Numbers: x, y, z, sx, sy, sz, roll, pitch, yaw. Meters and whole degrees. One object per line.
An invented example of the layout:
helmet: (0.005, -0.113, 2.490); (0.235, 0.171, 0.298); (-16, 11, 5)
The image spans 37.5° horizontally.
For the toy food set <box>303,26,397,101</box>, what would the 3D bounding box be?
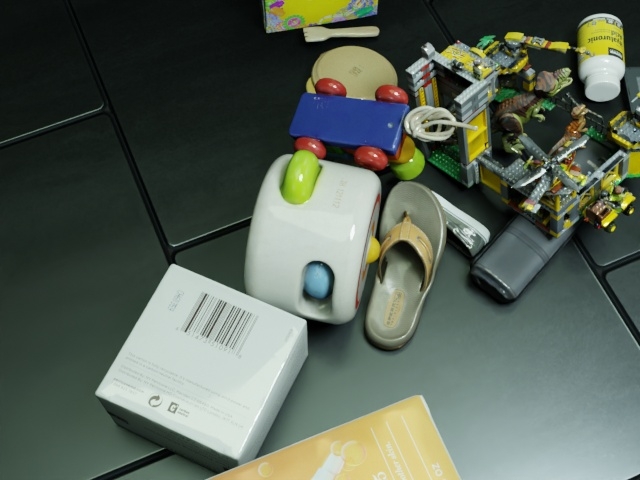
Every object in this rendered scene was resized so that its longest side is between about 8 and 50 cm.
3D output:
toy food set: (0.043, -0.228, 1.347); (0.132, 0.038, 0.192); (-4, 55, -9)

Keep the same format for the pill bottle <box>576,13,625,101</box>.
pill bottle: (0.398, -0.258, 1.340); (0.065, 0.065, 0.116); (5, 64, 3)

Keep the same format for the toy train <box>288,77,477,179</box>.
toy train: (0.098, -0.119, 1.190); (0.248, 0.143, 0.105); (12, 75, 28)

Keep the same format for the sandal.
sandal: (0.101, 0.026, 1.179); (0.090, 0.060, 0.219); (13, 75, 16)

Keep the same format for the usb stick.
usb stick: (0.300, -0.030, 1.233); (0.077, 0.045, 0.278); (38, 69, 19)

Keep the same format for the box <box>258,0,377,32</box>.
box: (-0.027, -0.507, 1.344); (0.177, 0.290, 0.279); (-11, 64, -5)

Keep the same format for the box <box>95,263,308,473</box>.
box: (-0.131, 0.154, 1.098); (0.181, 0.119, 0.182); (22, 66, 11)

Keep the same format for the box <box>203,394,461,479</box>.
box: (-0.020, 0.328, 0.913); (0.345, 0.168, 0.215); (-20, 63, -11)

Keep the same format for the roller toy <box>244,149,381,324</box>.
roller toy: (0.000, 0.000, 1.139); (0.146, 0.209, 0.191); (12, 88, 7)

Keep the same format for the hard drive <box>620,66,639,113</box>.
hard drive: (0.499, -0.205, 1.335); (0.135, 0.022, 0.094); (-1, 63, 0)

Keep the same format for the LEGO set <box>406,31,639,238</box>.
LEGO set: (0.266, -0.172, 1.192); (0.255, 0.192, 0.331); (-33, 54, -12)

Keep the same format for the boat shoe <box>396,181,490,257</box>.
boat shoe: (0.153, -0.028, 1.232); (0.142, 0.049, 0.040); (32, 68, 13)
